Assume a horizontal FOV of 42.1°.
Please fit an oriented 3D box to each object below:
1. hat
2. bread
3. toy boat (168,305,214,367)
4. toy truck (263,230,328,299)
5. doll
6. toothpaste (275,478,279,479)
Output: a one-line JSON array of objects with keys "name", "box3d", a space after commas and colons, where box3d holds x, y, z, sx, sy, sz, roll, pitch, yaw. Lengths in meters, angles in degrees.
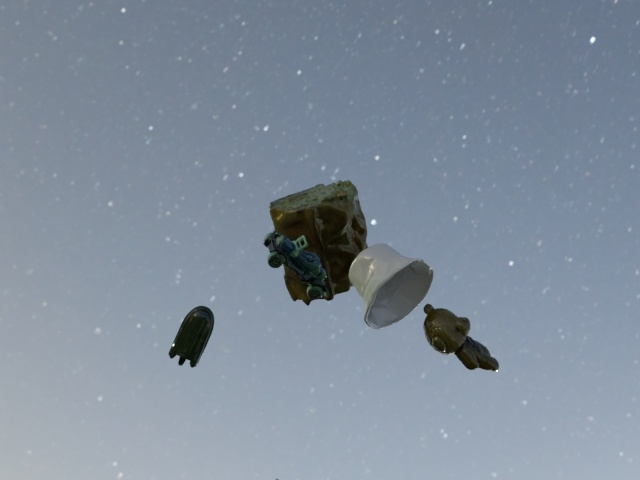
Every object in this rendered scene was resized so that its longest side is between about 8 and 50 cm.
[{"name": "hat", "box3d": [0.141, 0.088, 1.858, 0.126, 0.203, 0.203, 45, -21, 34]}, {"name": "bread", "box3d": [0.005, 0.000, 2.008, 0.196, 0.239, 0.252, 34, -33, 66]}, {"name": "toy boat", "box3d": [-0.414, 0.312, 2.701, 0.104, 0.210, 0.052, 24, 0, -1]}, {"name": "toy truck", "box3d": [-0.033, 0.037, 1.547, 0.078, 0.080, 0.154, -40, -58, 14]}, {"name": "doll", "box3d": [0.314, 0.215, 1.818, 0.209, 0.137, 0.097, 29, -63, -28]}, {"name": "toothpaste", "box3d": [-0.118, 0.582, 1.892, 0.017, 0.083, 0.020, 11, -38, 55]}]
